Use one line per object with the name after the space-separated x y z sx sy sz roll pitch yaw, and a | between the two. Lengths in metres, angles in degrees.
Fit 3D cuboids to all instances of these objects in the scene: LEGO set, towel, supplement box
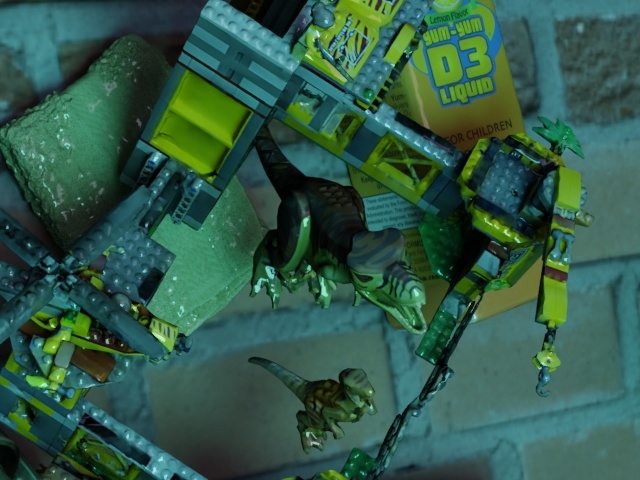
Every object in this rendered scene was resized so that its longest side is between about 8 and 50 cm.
0.000 0.000 0.840 0.255 0.192 0.331 40 59 2 | LEGO set
-0.092 -0.021 0.964 0.110 0.027 0.148 -41 108 -29 | towel
0.059 -0.072 1.040 0.078 0.080 0.233 -18 93 -36 | supplement box

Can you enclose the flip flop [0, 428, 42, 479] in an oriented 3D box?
-0.184 0.115 0.857 0.277 0.080 0.112 46 63 -20 | flip flop
